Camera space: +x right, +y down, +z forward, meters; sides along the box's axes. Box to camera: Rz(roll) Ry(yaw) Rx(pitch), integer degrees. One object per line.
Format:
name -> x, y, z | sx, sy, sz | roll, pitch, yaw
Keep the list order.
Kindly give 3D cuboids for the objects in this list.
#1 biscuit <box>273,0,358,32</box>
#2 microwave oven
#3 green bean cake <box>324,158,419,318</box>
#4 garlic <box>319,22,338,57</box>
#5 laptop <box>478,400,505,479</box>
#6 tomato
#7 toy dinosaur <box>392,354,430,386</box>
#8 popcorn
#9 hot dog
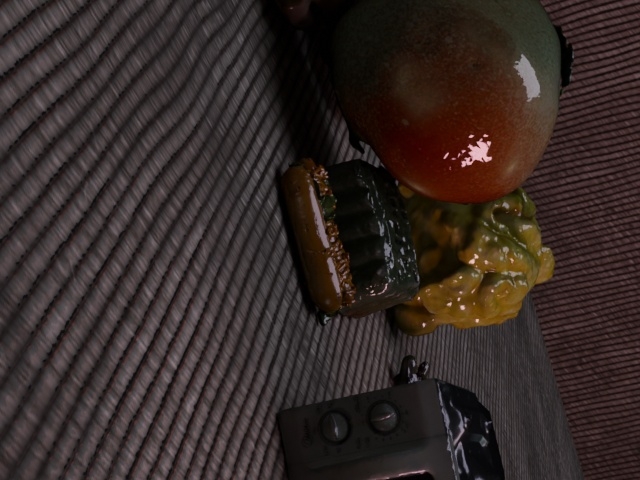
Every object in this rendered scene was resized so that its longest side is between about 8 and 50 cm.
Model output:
biscuit -> -0.025, -0.440, 1.718 | 0.268, 0.115, 0.366 | 14, 64, -75
microwave oven -> 0.095, 0.297, 1.326 | 0.237, 0.181, 0.295 | 28, 49, -70
green bean cake -> 0.054, -0.002, 1.636 | 0.173, 0.094, 0.181 | 18, 58, -73
garlic -> 0.080, -0.282, 1.876 | 0.191, 0.160, 0.214 | -39, 118, -82
laptop -> 0.298, 0.358, 2.421 | 0.197, 0.016, 0.135 | 46, 32, -66
tomato -> 0.167, -0.203, 1.640 | 0.303, 0.239, 0.303 | 29, 40, -27
toy dinosaur -> 0.113, 0.255, 1.784 | 0.179, 0.087, 0.187 | -6, 62, -40
popcorn -> 0.209, 0.026, 1.933 | 0.235, 0.242, 0.250 | 66, 20, -44
hot dog -> 0.000, 0.000, 1.501 | 0.072, 0.055, 0.188 | -19, 94, -78
